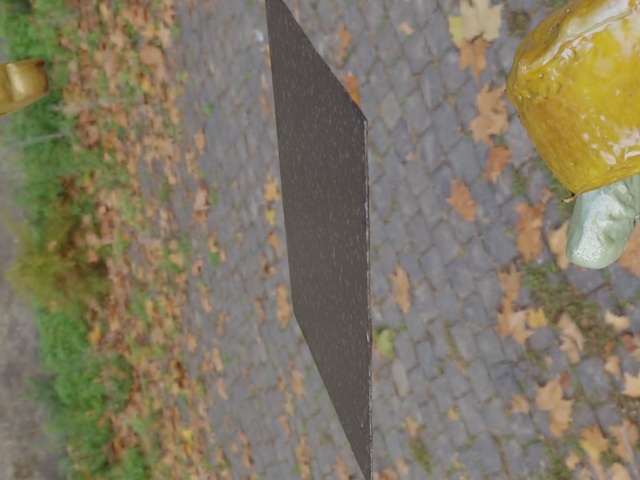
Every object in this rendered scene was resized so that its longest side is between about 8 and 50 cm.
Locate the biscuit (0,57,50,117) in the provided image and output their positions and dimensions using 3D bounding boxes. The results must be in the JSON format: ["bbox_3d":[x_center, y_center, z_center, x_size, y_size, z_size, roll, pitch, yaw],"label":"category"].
[{"bbox_3d":[-0.264,-0.054,0.461,0.254,0.172,0.029,0,103,48],"label":"biscuit"}]

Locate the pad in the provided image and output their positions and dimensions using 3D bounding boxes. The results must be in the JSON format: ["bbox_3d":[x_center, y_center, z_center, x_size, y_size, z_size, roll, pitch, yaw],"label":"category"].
[{"bbox_3d":[0.000,0.000,0.676,0.220,0.004,0.330,-117,18,-48],"label":"pad"}]

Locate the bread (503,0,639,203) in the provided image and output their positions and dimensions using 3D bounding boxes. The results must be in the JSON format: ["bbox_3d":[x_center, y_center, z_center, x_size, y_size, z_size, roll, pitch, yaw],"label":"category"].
[{"bbox_3d":[0.404,-0.210,1.029,0.215,0.398,0.398,69,156,7],"label":"bread"}]

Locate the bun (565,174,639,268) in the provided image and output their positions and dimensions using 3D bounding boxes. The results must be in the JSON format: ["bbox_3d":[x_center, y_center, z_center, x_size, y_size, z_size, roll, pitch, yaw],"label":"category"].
[{"bbox_3d":[0.478,-0.054,1.535,0.221,0.108,0.221,15,-90,-76],"label":"bun"}]
